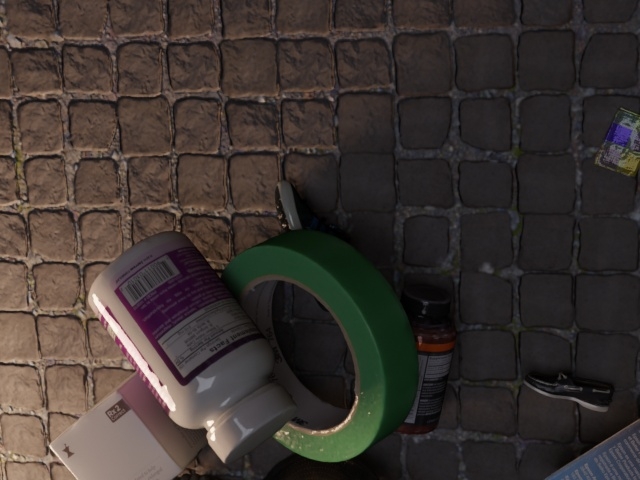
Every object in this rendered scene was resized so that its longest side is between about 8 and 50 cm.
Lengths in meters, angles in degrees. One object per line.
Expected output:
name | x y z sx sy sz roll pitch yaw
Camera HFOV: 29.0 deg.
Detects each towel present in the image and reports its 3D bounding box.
towel | 0.407 -0.129 1.643 0.060 0.009 0.083 26 109 8

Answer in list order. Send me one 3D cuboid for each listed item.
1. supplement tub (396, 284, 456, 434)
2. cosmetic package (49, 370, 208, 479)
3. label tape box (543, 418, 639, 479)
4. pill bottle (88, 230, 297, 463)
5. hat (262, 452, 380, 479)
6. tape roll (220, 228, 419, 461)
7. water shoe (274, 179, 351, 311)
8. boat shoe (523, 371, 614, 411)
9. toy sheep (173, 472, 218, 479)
supplement tub | 0.132 0.166 1.740 0.106 0.106 0.198 13 106 12
cosmetic package | -0.270 0.289 1.835 0.151 0.183 0.151 -39 91 20
label tape box | 0.510 0.335 1.645 0.347 0.115 0.249 -37 73 18
pill bottle | -0.169 0.148 1.687 0.169 0.169 0.301 -44 75 20
hat | -0.003 0.480 1.814 0.331 0.331 0.134 -30 135 20
tape roll | -0.012 0.146 1.713 0.321 0.077 0.321 21 122 38
water shoe | 0.000 0.000 1.764 0.080 0.073 0.203 -24 95 -10
boat shoe | 0.347 0.203 1.723 0.125 0.046 0.038 17 107 7
toy sheep | -0.205 0.402 1.899 0.132 0.091 0.091 -12 101 -1
